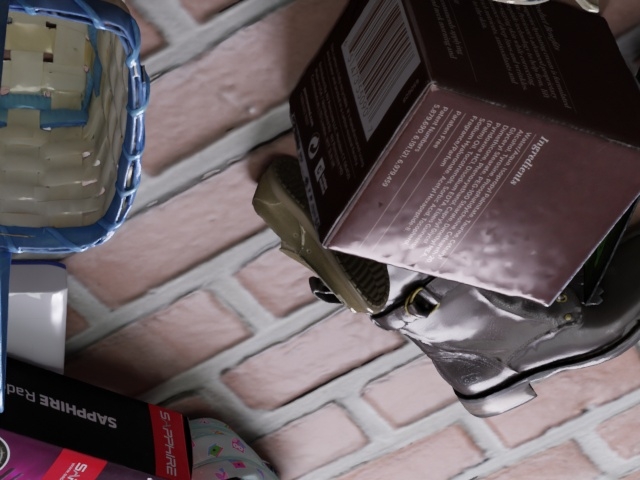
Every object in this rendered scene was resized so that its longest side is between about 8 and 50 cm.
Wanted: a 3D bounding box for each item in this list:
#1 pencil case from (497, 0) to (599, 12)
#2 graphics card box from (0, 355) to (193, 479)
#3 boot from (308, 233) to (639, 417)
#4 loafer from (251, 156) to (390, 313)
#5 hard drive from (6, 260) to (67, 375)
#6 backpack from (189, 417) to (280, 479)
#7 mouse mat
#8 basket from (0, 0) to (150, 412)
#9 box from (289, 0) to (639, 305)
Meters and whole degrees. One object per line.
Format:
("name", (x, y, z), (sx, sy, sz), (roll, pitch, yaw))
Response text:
("pencil case", (0.175, -0.339, 1.020), (0.184, 0.160, 0.410), (16, 128, -16))
("graphics card box", (-0.321, 0.192, 1.416), (0.371, 0.094, 0.233), (24, 125, -29))
("boot", (0.151, 0.025, 1.425), (0.263, 0.091, 0.229), (-37, 122, 13))
("loafer", (0.000, 0.000, 1.361), (0.050, 0.056, 0.148), (-34, 93, 43))
("hard drive", (-0.331, 0.145, 1.462), (0.210, 0.040, 0.318), (0, 133, -12))
("backpack", (-0.097, 0.252, 1.563), (0.152, 0.115, 0.182), (-35, 138, -4))
("mouse mat", (0.236, -0.061, 1.313), (0.007, 0.152, 0.189), (14, 130, -3))
("basket", (-0.215, -0.065, 1.109), (0.201, 0.289, 0.254), (0, 134, -12))
("box", (0.110, -0.082, 1.249), (0.203, 0.168, 0.167), (15, 128, -24))
